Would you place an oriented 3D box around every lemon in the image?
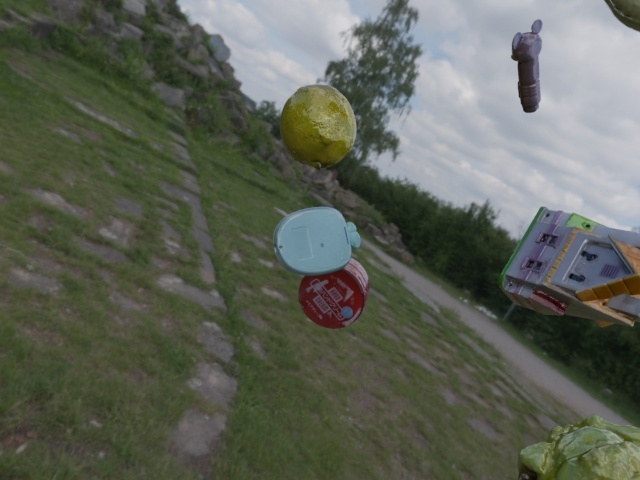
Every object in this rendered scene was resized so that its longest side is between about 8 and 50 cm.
[{"bbox_3d":[-0.006,-0.254,1.048,0.173,0.173,0.206,20,41,-41],"label":"lemon"}]

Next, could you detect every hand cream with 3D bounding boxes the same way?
[{"bbox_3d":[0.049,0.163,1.562,0.230,0.230,0.149,30,21,4],"label":"hand cream"}]

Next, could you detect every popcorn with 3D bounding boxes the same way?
[{"bbox_3d":[0.423,0.386,0.734,0.195,0.255,0.256,59,9,8],"label":"popcorn"}]

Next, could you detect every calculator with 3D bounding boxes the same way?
[{"bbox_3d":[0.000,0.000,1.278,0.295,0.184,0.042,-10,-3,-39],"label":"calculator"}]

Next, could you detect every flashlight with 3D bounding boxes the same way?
[{"bbox_3d":[0.251,-0.207,0.577,0.031,0.052,0.110,39,-20,47],"label":"flashlight"}]

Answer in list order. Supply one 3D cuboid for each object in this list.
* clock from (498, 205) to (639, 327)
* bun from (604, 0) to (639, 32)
[{"bbox_3d":[0.608,0.077,1.064,0.166,0.235,0.309,39,-10,-33],"label":"clock"},{"bbox_3d":[0.793,-0.639,1.030,0.364,0.364,0.202,32,27,19],"label":"bun"}]
